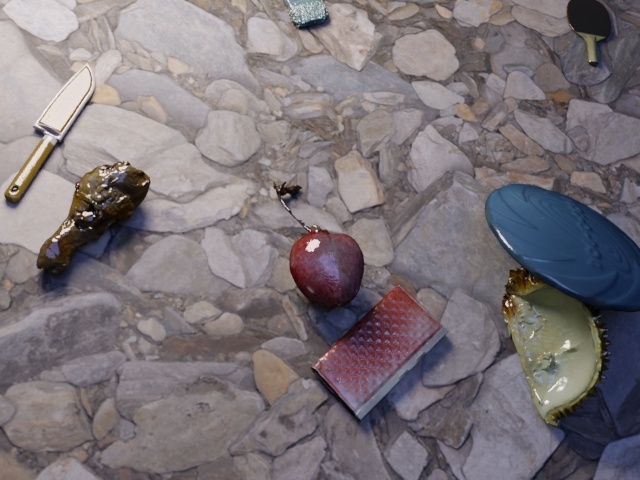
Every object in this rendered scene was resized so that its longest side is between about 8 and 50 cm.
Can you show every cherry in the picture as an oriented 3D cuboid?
[{"bbox_3d":[0.000,0.000,1.305,0.107,0.090,0.225,-11,60,-7],"label":"cherry"}]

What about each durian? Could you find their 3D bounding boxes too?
[{"bbox_3d":[0.350,0.139,1.329,0.139,0.144,0.252,-19,76,0],"label":"durian"}]

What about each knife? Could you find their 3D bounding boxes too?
[{"bbox_3d":[-0.389,-0.162,1.304,0.046,0.022,0.256,24,61,1],"label":"knife"}]

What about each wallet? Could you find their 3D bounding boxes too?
[{"bbox_3d":[0.085,0.156,1.289,0.103,0.020,0.196,45,63,7],"label":"wallet"}]

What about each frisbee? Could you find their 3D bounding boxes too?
[{"bbox_3d":[0.385,-0.006,1.360,0.290,0.049,0.289,17,33,-12],"label":"frisbee"}]

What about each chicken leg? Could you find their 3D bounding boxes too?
[{"bbox_3d":[-0.319,-0.033,1.246,0.085,0.069,0.198,45,67,-19],"label":"chicken leg"}]

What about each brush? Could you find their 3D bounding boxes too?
[{"bbox_3d":[-0.051,-0.443,1.534,0.070,0.021,0.196,-18,69,-22],"label":"brush"}]

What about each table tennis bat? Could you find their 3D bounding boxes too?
[{"bbox_3d":[0.494,-0.387,1.662,0.087,0.013,0.156,10,63,-12],"label":"table tennis bat"}]
